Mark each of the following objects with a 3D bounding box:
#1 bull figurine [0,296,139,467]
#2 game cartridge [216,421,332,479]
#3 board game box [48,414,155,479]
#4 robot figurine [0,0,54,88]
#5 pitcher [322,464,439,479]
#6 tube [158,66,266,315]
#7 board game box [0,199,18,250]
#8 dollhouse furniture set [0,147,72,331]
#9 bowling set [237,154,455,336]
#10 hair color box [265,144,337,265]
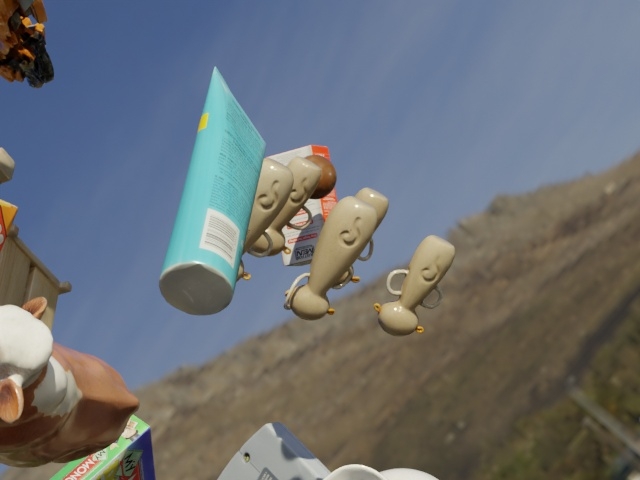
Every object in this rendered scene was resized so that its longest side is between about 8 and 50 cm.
[{"bbox_3d":[-0.242,0.111,1.262,0.310,0.188,0.101,48,-140,-69],"label":"bull figurine"},{"bbox_3d":[-0.082,0.408,2.379,0.062,0.198,0.297,8,-62,-45],"label":"game cartridge"},{"bbox_3d":[-0.300,0.401,2.290,0.213,0.046,0.317,-40,-34,-34],"label":"board game box"},{"bbox_3d":[-0.444,-0.314,2.329,0.085,0.211,0.291,-57,-12,-20],"label":"robot figurine"},{"bbox_3d":[0.087,0.301,1.677,0.125,0.178,0.207,-42,-20,5],"label":"pitcher"},{"bbox_3d":[-0.073,-0.036,1.271,0.207,0.052,0.080,-79,-30,-46],"label":"tube"},{"bbox_3d":[-0.546,0.043,1.431,0.356,0.357,0.356,20,-87,-58],"label":"board game box"},{"bbox_3d":[-0.454,0.054,2.261,0.174,0.303,0.355,-16,-46,22],"label":"dollhouse furniture set"},{"bbox_3d":[0.000,0.000,2.023,0.154,0.287,0.200,-61,16,13],"label":"bowling set"},{"bbox_3d":[-0.018,-0.043,2.171,0.072,0.141,0.043,-13,-8,32],"label":"hair color box"}]
